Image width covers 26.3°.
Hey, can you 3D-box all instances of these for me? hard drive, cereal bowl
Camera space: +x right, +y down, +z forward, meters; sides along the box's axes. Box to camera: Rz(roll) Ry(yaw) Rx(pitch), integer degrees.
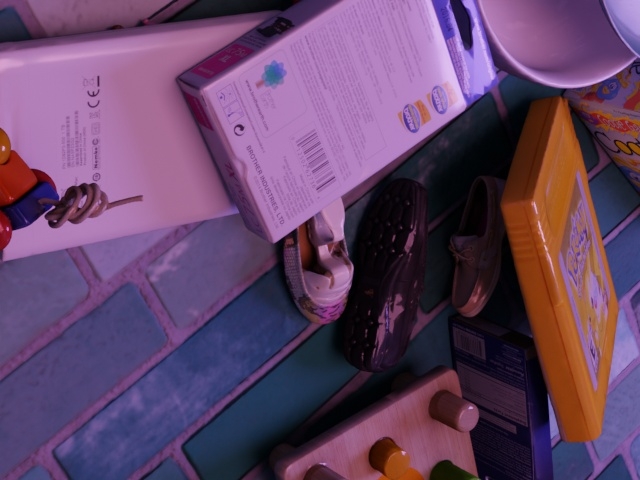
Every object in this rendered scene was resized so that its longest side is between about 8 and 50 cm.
[{"bbox_3d":[-0.168,-0.105,1.314,0.308,0.040,0.203,-13,120,-32],"label":"hard drive"},{"bbox_3d":[0.250,-0.341,1.506,0.339,0.141,0.338,-11,109,-33],"label":"cereal bowl"}]

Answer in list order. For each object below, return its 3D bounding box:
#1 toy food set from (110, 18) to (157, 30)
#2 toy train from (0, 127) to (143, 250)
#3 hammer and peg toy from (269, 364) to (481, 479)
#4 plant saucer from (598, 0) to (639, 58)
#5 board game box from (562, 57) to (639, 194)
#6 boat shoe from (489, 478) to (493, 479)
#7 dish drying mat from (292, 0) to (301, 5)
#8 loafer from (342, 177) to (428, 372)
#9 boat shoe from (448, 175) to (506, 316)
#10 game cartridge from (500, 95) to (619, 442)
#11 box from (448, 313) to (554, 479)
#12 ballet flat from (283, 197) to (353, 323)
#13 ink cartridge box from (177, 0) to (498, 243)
[{"bbox_3d":[-0.182,-0.176,1.316,0.122,0.019,0.077,0,104,-36],"label":"toy food set"},{"bbox_3d":[-0.278,-0.072,1.154,0.143,0.248,0.105,68,24,-18],"label":"toy train"},{"bbox_3d":[0.086,0.354,1.598,0.266,0.127,0.361,-26,117,-28],"label":"hammer and peg toy"},{"bbox_3d":[0.402,-0.345,1.499,0.318,0.044,0.317,-11,111,-32],"label":"plant saucer"},{"bbox_3d":[0.453,-0.141,1.713,0.275,0.142,0.144,44,77,-37],"label":"board game box"},{"bbox_3d":[0.245,0.324,1.760,0.045,0.050,0.135,-3,115,-39],"label":"boat shoe"},{"bbox_3d":[-0.017,-0.249,1.423,0.032,0.008,0.083,-13,110,-34],"label":"dish drying mat"},{"bbox_3d":[0.082,0.040,1.544,0.078,0.076,0.223,5,99,-51],"label":"loafer"},{"bbox_3d":[0.180,0.004,1.611,0.059,0.063,0.170,20,82,-36],"label":"boat shoe"},{"bbox_3d":[0.287,0.023,1.598,0.285,0.053,0.323,-64,142,-54],"label":"game cartridge"},{"bbox_3d":[0.218,0.207,1.647,0.037,0.136,0.225,-19,115,-31],"label":"box"},{"bbox_3d":[0.000,0.000,1.463,0.077,0.079,0.221,-23,116,-28],"label":"ballet flat"},{"bbox_3d":[0.027,-0.158,1.358,0.311,0.065,0.185,-34,124,-17],"label":"ink cartridge box"}]
